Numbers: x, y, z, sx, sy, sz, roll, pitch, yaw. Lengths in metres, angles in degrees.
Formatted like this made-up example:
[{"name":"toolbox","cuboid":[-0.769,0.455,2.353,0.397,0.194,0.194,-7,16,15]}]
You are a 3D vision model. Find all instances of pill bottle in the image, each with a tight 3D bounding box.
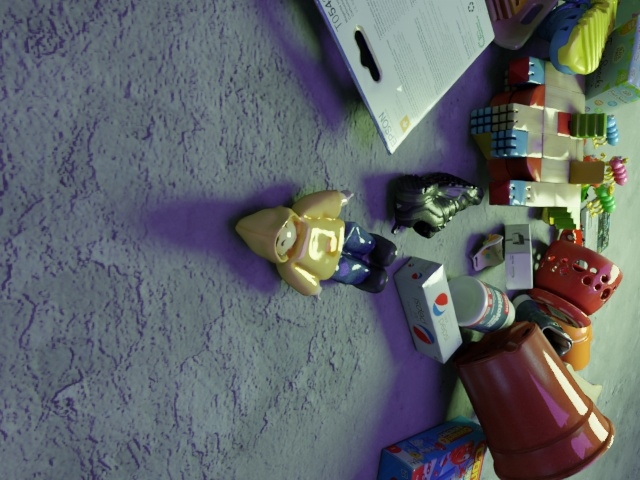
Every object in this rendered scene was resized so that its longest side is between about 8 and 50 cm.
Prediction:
[{"name":"pill bottle","cuboid":[0.350,0.145,1.169,0.180,0.108,0.107,21,88,-45]}]

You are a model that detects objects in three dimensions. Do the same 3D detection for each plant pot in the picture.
[{"name":"plant pot","cuboid":[0.444,0.337,1.175,0.273,0.272,0.264,-27,88,-35]},{"name":"plant pot","cuboid":[0.645,0.117,1.386,0.191,0.191,0.174,38,85,-43]}]

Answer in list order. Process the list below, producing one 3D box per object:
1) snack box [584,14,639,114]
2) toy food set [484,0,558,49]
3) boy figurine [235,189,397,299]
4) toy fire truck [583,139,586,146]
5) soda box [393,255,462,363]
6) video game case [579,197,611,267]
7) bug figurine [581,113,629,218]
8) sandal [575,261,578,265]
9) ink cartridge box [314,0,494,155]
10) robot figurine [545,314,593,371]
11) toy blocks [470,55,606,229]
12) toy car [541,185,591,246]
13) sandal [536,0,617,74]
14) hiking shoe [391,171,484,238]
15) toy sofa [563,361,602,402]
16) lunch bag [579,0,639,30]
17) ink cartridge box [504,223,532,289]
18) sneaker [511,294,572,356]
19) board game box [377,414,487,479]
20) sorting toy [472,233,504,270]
[{"name":"snack box","cuboid":[0.614,-0.358,1.171,0.070,0.207,0.174,26,70,-18]},{"name":"toy food set","cuboid":[0.373,-0.546,0.991,0.219,0.092,0.306,-50,130,-20]},{"name":"boy figurine","cuboid":[0.000,0.000,0.812,0.285,0.092,0.177,21,90,-48]},{"name":"toy fire truck","cuboid":[0.582,-0.242,1.309,0.192,0.047,0.135,-44,128,-25]},{"name":"soda box","cuboid":[0.217,0.140,1.065,0.069,0.074,0.216,-39,126,-28]},{"name":"video game case","cuboid":[0.838,-0.035,1.629,0.173,0.022,0.190,-29,120,-33]},{"name":"bug figurine","cuboid":[0.741,-0.195,1.391,0.279,0.072,0.216,-51,122,-32]},{"name":"sandal","cuboid":[0.764,0.129,1.541,0.067,0.040,0.179,31,46,-44]},{"name":"ink cartridge box","cuboid":[0.124,-0.361,0.834,0.330,0.071,0.324,-48,130,-18]},{"name":"robot figurine","cuboid":[0.698,0.281,1.521,0.128,0.158,0.219,-73,152,-58]},{"name":"toy blocks","cuboid":[0.422,-0.213,1.098,0.261,0.191,0.380,-1,93,-34]},{"name":"toy car","cuboid":[0.665,-0.096,1.424,0.239,0.053,0.224,36,75,-39]},{"name":"sandal","cuboid":[0.510,-0.427,1.092,0.317,0.138,0.126,-47,135,-41]},{"name":"hiking shoe","cuboid":[0.216,-0.064,1.012,0.227,0.086,0.114,-3,118,-37]},{"name":"toy sofa","cuboid":[0.628,0.421,1.479,0.363,0.150,0.177,30,85,-43]},{"name":"lunch bag","cuboid":[0.772,-0.568,1.266,0.262,0.224,0.160,-22,123,-39]},{"name":"ink cartridge box","cuboid":[0.455,0.036,1.228,0.135,0.056,0.099,-60,143,-55]},{"name":"sneaker","cuboid":[0.567,0.265,1.360,0.086,0.163,0.226,-30,122,0]},{"name":"board game box","cuboid":[0.247,0.592,1.222,0.302,0.086,0.307,-2,104,-42]},{"name":"sorting toy","cuboid":[0.372,0.031,1.203,0.075,0.045,0.083,-38,136,-14]}]
